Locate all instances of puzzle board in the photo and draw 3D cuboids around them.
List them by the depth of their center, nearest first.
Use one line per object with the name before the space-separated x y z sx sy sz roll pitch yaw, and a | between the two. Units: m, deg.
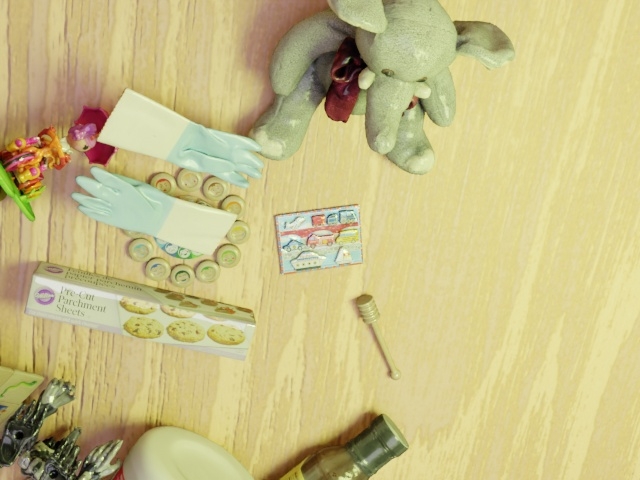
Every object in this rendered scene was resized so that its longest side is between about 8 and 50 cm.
puzzle board | 0.000 0.000 1.152 0.128 0.011 0.096 -8 110 -7

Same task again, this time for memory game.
memory game | -0.194 -0.017 1.112 0.186 0.012 0.186 -3 109 -8

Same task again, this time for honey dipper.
honey dipper | 0.096 0.159 1.213 0.030 0.030 0.160 -23 113 -1

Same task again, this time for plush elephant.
plush elephant | 0.081 -0.218 0.960 0.272 0.255 0.330 12 106 -13

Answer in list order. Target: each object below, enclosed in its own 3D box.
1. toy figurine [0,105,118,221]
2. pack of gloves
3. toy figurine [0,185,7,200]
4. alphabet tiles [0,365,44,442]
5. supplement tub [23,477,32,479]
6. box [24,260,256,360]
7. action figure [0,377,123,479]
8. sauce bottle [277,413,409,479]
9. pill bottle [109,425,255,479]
toy figurine | -0.339 -0.120 0.986 0.159 0.173 0.130 -31 94 -12
pack of gloves | -0.203 -0.091 1.027 0.232 0.046 0.195 19 118 -35
toy figurine | -0.500 -0.089 0.928 0.148 0.209 0.213 -20 111 8
alphabet tiles | -0.557 0.261 1.038 0.285 0.011 0.342 -44 147 7
supplement tub | -0.439 0.432 1.192 0.071 0.071 0.107 -35 110 3
box | -0.256 0.105 1.115 0.324 0.063 0.067 15 104 -14
action figure | -0.366 0.293 1.083 0.164 0.275 0.141 43 71 1
sauce bottle | -0.009 0.413 1.239 0.344 0.111 0.111 -38 111 4
pill bottle | -0.280 0.505 1.150 0.229 0.229 0.407 33 97 -18
